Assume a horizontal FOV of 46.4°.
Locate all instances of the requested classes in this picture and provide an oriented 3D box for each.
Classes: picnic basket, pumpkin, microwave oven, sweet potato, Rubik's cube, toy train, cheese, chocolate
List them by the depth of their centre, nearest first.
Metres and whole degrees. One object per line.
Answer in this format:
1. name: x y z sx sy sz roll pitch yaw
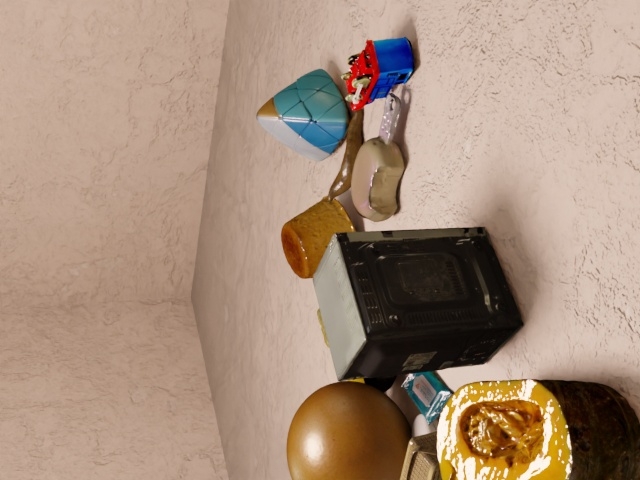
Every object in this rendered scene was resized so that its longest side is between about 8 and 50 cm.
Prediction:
1. pumpkin: 0.309 0.316 1.096 0.317 0.139 0.222 -17 67 55
2. microwave oven: 0.166 0.101 1.301 0.181 0.295 0.238 115 147 -51
3. picnic basket: 0.233 0.410 1.355 0.079 0.164 0.115 41 132 52
4. toy train: 0.120 -0.362 1.638 0.204 0.131 0.083 125 134 -77
5. cheese: 0.136 -0.186 1.668 0.163 0.082 0.286 -122 35 -52
6. chocolate: 0.138 0.292 1.717 0.148 0.080 0.125 -175 73 -82
7. sweet potato: 0.079 -0.210 1.865 0.069 0.059 0.250 28 109 42
8. Rubik's cube: -0.051 -0.357 1.966 0.254 0.254 0.255 177 90 -70

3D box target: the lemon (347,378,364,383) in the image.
1. lemon: 0.105 0.357 1.822 0.111 0.082 0.082 -106 23 -49

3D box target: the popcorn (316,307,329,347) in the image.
1. popcorn: 0.116 0.159 1.582 0.286 0.215 0.252 150 121 -64

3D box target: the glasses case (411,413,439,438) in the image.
1. glasses case: 0.239 0.454 1.489 0.092 0.059 0.233 109 151 -41

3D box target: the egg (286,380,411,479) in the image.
1. egg: 0.071 0.474 1.629 0.282 0.282 0.351 31 140 67

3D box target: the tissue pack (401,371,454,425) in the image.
1. tissue pack: 0.223 0.311 1.543 0.085 0.028 0.138 -56 28 13

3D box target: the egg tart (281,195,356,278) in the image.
1. egg tart: 0.000 0.000 1.935 0.215 0.170 0.215 49 149 44
